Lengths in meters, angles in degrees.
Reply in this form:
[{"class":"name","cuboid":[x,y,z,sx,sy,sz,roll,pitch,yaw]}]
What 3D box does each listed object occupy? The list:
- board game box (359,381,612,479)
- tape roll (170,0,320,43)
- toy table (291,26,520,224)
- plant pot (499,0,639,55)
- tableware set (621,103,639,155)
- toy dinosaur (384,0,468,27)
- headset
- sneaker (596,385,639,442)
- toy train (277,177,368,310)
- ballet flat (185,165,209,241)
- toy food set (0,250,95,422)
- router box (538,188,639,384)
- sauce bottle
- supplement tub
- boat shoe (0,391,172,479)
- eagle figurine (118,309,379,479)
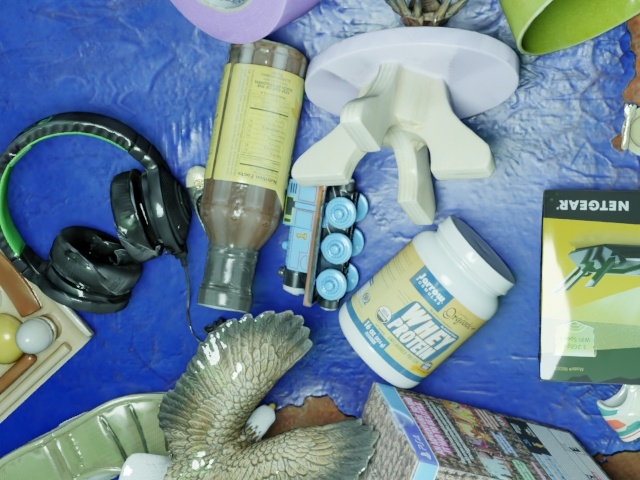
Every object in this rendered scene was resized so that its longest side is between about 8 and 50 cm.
[{"class":"board game box","cuboid":[0.200,0.313,1.532,0.291,0.232,0.141,15,103,-14]},{"class":"tape roll","cuboid":[-0.110,-0.383,1.502,0.275,0.090,0.274,31,139,31]},{"class":"toy table","cuboid":[0.099,-0.145,1.506,0.274,0.252,0.160,-9,58,35]},{"class":"plant pot","cuboid":[0.283,-0.414,1.443,0.275,0.275,0.293,-30,77,13]},{"class":"tableware set","cuboid":[0.470,-0.155,1.555,0.169,0.020,0.141,23,103,6]},{"class":"toy dinosaur","cuboid":[0.092,-0.357,1.488,0.127,0.296,0.200,-16,56,36]},{"class":"headset","cuboid":[-0.264,0.013,1.628,0.243,0.185,0.394,-42,107,14]},{"class":"sneaker","cuboid":[0.431,0.189,1.602,0.075,0.057,0.161,45,107,-6]},{"class":"toy train","cuboid":[0.000,0.000,1.639,0.105,0.080,0.184,12,104,17]},{"class":"ballet flat","cuboid":[-0.135,-0.021,1.670,0.058,0.049,0.173,-23,95,12]},{"class":"toy food set","cuboid":[-0.492,0.144,1.739,0.306,0.092,0.219,-42,91,13]},{"class":"router box","cuboid":[0.430,0.061,1.543,0.309,0.081,0.242,1,86,10]},{"class":"sauce bottle","cuboid":[-0.096,-0.081,1.582,0.112,0.111,0.344,10,86,8]},{"class":"supplement tub","cuboid":[0.137,0.078,1.590,0.144,0.144,0.200,45,104,0]},{"class":"boat shoe","cuboid":[-0.310,0.283,1.726,0.302,0.103,0.113,-17,92,-6]},{"class":"eagle figurine","cuboid":[-0.101,0.252,1.569,0.226,0.225,0.298,27,136,-22]}]
